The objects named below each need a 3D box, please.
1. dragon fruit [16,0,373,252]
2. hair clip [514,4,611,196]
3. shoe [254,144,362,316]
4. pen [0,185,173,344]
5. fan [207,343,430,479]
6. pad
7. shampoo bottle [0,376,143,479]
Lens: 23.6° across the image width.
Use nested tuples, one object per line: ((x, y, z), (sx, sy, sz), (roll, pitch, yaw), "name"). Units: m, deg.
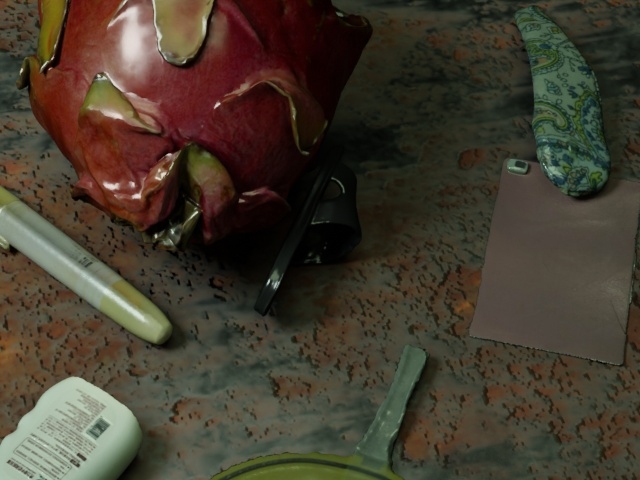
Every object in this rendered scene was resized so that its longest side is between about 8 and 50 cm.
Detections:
((-0.091, -0.136, 1.132), (0.250, 0.250, 0.315), (14, 30, 9), "dragon fruit")
((0.193, -0.126, 1.252), (0.066, 0.036, 0.229), (5, 46, -12), "hair clip")
((0.000, 0.000, 1.122), (0.053, 0.062, 0.159), (26, 50, 3), "shoe")
((-0.198, 0.011, 1.119), (0.233, 0.032, 0.040), (35, 79, 25), "pen")
((0.013, 0.195, 0.977), (0.230, 0.011, 0.335), (17, 51, 12), "fan")
((0.181, 0.010, 1.154), (0.113, 0.006, 0.187), (12, 49, 6), "pad")
((-0.184, 0.157, 0.977), (0.077, 0.045, 0.152), (28, 51, 18), "shampoo bottle")
